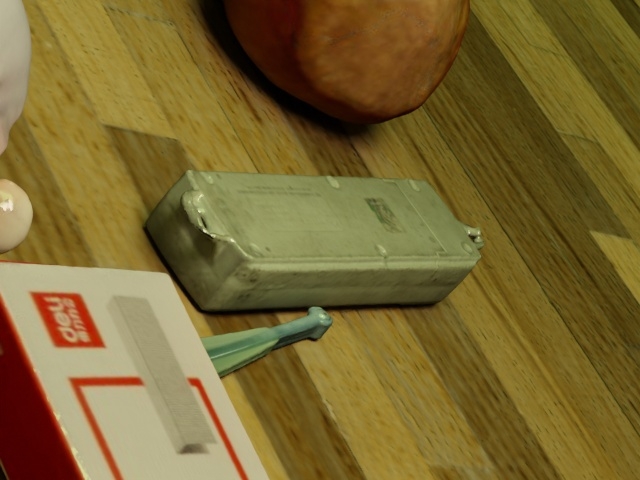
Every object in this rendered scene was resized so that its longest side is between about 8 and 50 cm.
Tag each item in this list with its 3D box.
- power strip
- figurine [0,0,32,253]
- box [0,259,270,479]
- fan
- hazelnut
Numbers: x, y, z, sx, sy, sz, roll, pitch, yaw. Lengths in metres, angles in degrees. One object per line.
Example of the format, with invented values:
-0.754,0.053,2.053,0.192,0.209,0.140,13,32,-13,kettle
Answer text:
0.000,0.000,1.172,0.272,0.052,0.078,-1,49,-53,power strip
-0.206,-0.061,0.896,0.200,0.133,0.276,35,28,-21,figurine
-0.077,0.114,0.880,0.123,0.050,0.229,5,49,-49,box
-0.048,0.058,1.059,0.038,0.016,0.193,47,27,16,fan
0.023,-0.177,1.341,0.182,0.182,0.182,32,28,-19,hazelnut
